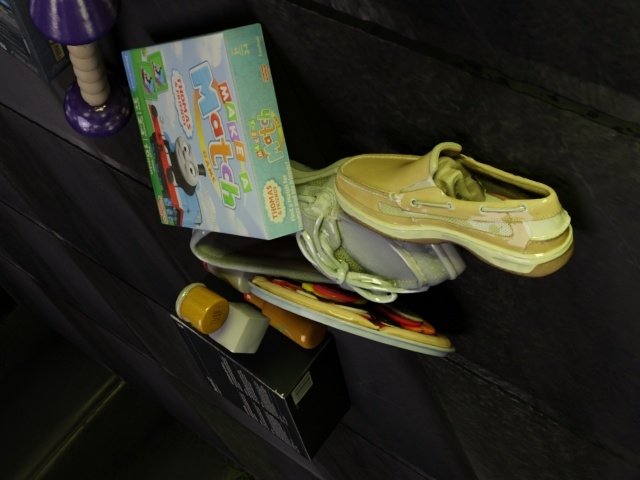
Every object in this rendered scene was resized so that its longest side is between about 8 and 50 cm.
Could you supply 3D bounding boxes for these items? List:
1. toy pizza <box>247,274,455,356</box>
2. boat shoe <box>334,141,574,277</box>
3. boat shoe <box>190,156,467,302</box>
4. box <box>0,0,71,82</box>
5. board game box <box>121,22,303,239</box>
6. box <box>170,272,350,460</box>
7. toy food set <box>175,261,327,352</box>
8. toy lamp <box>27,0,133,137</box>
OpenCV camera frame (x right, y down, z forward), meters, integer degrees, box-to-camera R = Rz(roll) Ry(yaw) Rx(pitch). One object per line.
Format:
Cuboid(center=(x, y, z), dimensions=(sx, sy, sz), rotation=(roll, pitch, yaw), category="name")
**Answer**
Cuboid(center=(0.031, 0.061, 1.105), dimensions=(0.201, 0.032, 0.201), rotation=(18, -179, 0), category="toy pizza")
Cuboid(center=(0.086, -0.038, 0.822), dimensions=(0.190, 0.068, 0.072), rotation=(16, 139, 34), category="boat shoe")
Cuboid(center=(-0.002, -0.002, 1.008), dimensions=(0.320, 0.103, 0.118), rotation=(17, 151, 54), category="boat shoe")
Cuboid(center=(-0.335, -0.273, 1.127), dimensions=(0.233, 0.059, 0.183), rotation=(37, 163, 16), category="box")
Cuboid(center=(-0.093, -0.087, 0.983), dimensions=(0.211, 0.039, 0.160), rotation=(7, 111, 60), category="board game box")
Cuboid(center=(-0.071, 0.160, 1.556), dimensions=(0.184, 0.103, 0.261), rotation=(31, 161, 20), category="box")
Cuboid(center=(-0.079, 0.043, 1.242), dimensions=(0.104, 0.111, 0.232), rotation=(30, -169, 31), category="toy food set")
Cuboid(center=(-0.211, -0.176, 1.076), dimensions=(0.080, 0.080, 0.274), rotation=(39, 165, 6), category="toy lamp")
